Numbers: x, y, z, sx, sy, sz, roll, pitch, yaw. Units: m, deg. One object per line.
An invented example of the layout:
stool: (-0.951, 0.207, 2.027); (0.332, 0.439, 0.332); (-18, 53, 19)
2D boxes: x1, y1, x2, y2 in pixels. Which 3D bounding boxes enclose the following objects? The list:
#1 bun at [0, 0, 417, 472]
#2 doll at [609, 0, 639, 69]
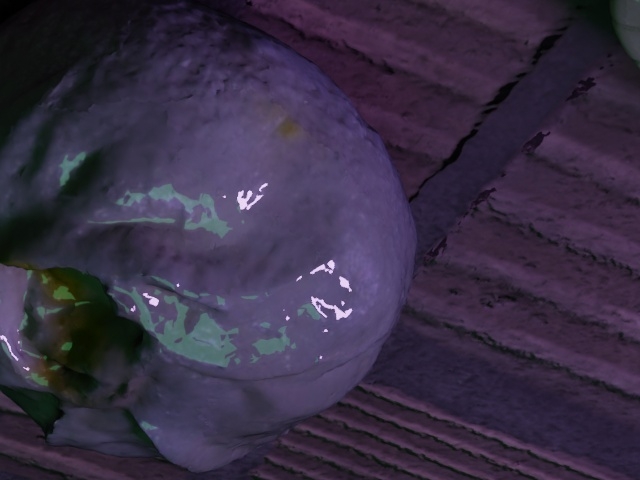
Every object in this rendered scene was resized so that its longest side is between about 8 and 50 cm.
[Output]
bun: (-0.122, 0.009, 1.244); (0.362, 0.211, 0.362); (14, 136, 14)
doll: (0.335, -0.119, 1.118); (0.268, 0.216, 0.284); (38, 135, -24)
